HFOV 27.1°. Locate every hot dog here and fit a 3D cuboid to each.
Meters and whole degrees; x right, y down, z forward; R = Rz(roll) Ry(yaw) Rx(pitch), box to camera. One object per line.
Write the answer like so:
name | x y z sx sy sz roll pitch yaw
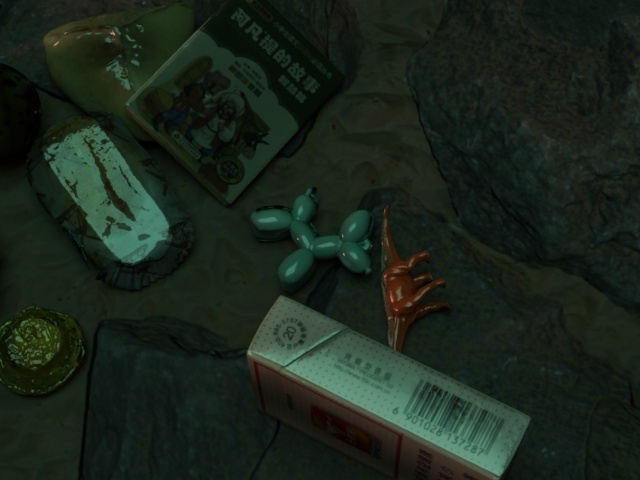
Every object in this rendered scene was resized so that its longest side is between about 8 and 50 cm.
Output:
hot dog | -0.289 -0.059 1.827 0.163 0.082 0.270 -36 76 -6

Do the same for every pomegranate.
pomegranate | -0.470 -0.172 1.864 0.169 0.148 0.148 -15 58 33

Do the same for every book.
book | -0.118 -0.209 1.880 0.202 0.027 0.264 44 71 -6

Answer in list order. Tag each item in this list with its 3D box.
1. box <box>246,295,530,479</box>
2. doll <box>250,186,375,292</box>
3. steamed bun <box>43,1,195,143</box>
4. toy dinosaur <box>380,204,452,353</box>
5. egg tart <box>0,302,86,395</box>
box | 0.077 0.208 1.612 0.330 0.210 0.095 24 67 13
doll | 0.000 0.000 1.800 0.158 0.059 0.159 -30 66 -12
steamed bun | -0.299 -0.261 1.910 0.212 0.110 0.231 5 62 4
toy dinosaur | 0.122 0.086 1.762 0.101 0.055 0.279 -18 66 3
egg tart | -0.375 0.138 1.747 0.130 0.052 0.130 -2 65 4
